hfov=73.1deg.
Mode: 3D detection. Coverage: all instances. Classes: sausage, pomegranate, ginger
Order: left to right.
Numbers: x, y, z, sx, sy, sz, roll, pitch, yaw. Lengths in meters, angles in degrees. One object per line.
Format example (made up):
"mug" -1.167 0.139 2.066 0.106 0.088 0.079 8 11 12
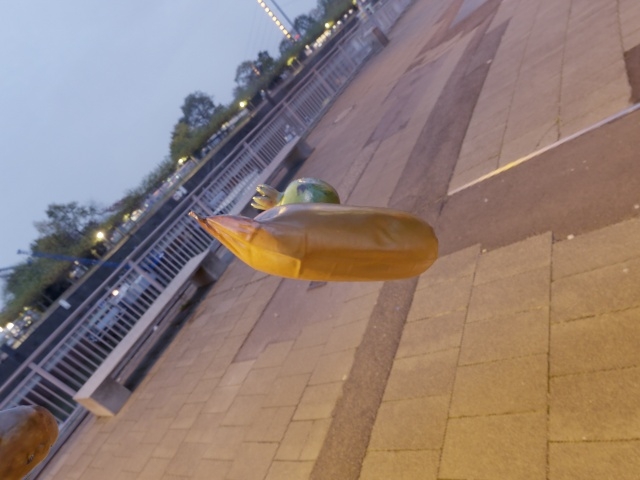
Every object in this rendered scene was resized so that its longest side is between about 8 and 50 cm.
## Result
"ginger" -0.427 0.286 0.461 0.309 0.107 0.133 -36 -20 10
"pomegranate" -0.059 -0.080 1.089 0.187 0.226 0.186 -160 90 -85
"sausage" 0.002 0.000 0.548 0.112 0.329 0.111 -11 77 61
